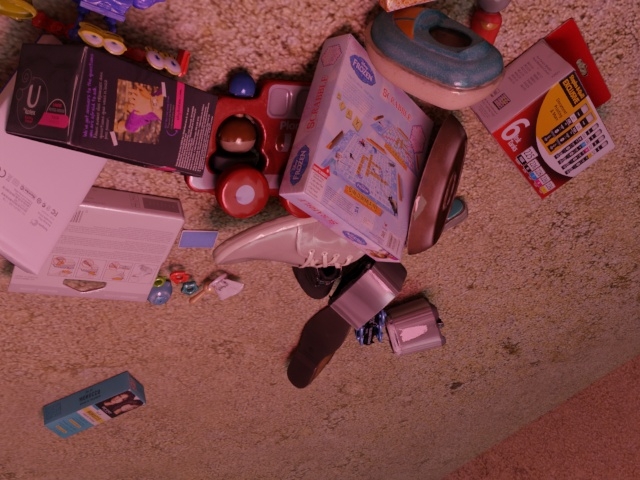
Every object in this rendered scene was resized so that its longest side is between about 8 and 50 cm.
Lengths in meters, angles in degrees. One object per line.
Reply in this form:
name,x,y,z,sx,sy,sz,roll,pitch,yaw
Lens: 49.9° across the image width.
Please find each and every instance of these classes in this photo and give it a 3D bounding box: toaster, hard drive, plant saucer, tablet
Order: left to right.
hard drive,-0.449,-0.134,1.096,0.040,0.319,0.210,9,153,31
tablet,-0.272,-0.003,1.531,0.083,0.006,0.054,1,135,-26
toaster,0.116,0.113,1.706,0.110,0.186,0.168,44,114,-2
toaster,0.258,0.244,1.919,0.146,0.227,0.129,-17,96,0
plant saucer,0.255,-0.111,1.460,0.050,0.311,0.311,17,142,16

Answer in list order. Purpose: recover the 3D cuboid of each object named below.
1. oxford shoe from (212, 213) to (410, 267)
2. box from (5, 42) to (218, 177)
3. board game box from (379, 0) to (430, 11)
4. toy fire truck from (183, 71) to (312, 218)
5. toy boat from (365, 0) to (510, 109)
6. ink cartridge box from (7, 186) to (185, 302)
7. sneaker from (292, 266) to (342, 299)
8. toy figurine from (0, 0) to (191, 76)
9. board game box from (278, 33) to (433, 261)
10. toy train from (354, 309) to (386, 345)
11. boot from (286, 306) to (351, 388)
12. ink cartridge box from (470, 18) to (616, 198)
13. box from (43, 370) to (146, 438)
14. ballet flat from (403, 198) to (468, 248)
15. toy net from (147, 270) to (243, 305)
oxford shoe,0.000,0.000,1.439,0.448,0.130,0.169,-13,175,-19
box,-0.317,-0.197,1.079,0.270,0.165,0.144,10,92,-55
board game box,0.165,-0.491,1.132,0.146,0.045,0.194,-15,129,-9
toy fire truck,-0.105,-0.187,1.309,0.302,0.169,0.254,-1,111,-25
toy boat,0.234,-0.368,1.224,0.318,0.267,0.148,-36,149,-36
ink cartridge box,-0.461,0.009,1.406,0.296,0.066,0.261,8,132,-32
sneaker,0.000,0.063,1.642,0.108,0.130,0.286,-15,142,-12
toy figurine,-0.341,-0.397,0.989,0.362,0.191,0.217,12,101,-38
board game box,0.082,-0.163,1.306,0.065,0.318,0.318,1,157,40
toy train,0.130,0.211,1.889,0.080,0.105,0.184,-8,139,-7
boot,0.012,0.283,1.948,0.115,0.112,0.305,-22,149,-54
ink cartridge box,0.514,-0.278,1.504,0.271,0.130,0.309,-39,138,17
box,-0.599,0.439,1.831,0.244,0.060,0.101,-23,141,0
ballet flat,0.274,-0.028,1.718,0.213,0.072,0.068,-29,145,7
toy net,-0.294,0.098,1.609,0.232,0.045,0.122,-6,136,-22
